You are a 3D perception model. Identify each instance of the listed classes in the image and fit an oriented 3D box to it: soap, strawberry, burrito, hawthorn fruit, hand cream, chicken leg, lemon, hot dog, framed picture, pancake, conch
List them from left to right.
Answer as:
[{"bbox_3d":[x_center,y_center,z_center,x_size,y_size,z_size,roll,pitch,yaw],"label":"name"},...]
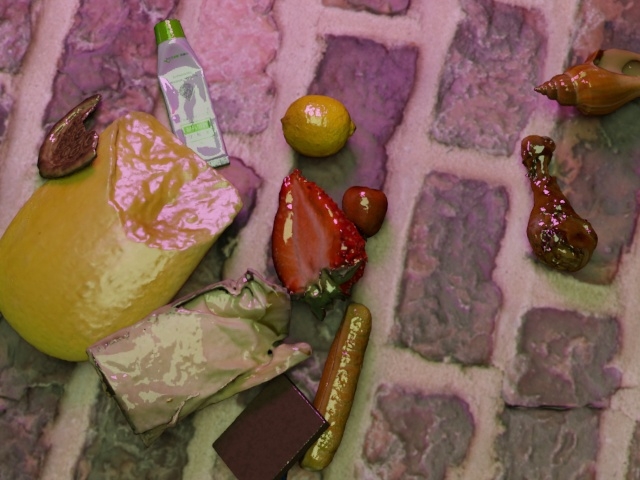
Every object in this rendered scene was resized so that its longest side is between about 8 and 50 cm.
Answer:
[{"bbox_3d":[-0.413,-0.176,1.899,0.184,0.020,0.190,-50,39,-15],"label":"pancake"},{"bbox_3d":[-0.357,-0.002,1.865,0.306,0.115,0.427,39,83,9],"label":"soap"},{"bbox_3d":[-0.237,-0.254,1.968,0.079,0.050,0.275,-20,81,24],"label":"hand cream"},{"bbox_3d":[-0.191,0.184,1.813,0.331,0.135,0.190,-27,86,-8],"label":"burrito"},{"bbox_3d":[-0.081,0.314,1.796,0.168,0.023,0.128,-48,55,3],"label":"framed picture"},{"bbox_3d":[-0.012,0.005,1.875,0.174,0.098,0.228,-45,57,23],"label":"strawberry"},{"bbox_3d":[-0.004,-0.196,1.914,0.133,0.109,0.109,7,77,-7],"label":"lemon"},{"bbox_3d":[0.029,0.240,1.826,0.061,0.088,0.286,17,81,-3],"label":"hot dog"},{"bbox_3d":[0.073,-0.044,1.894,0.081,0.081,0.093,12,88,3],"label":"hawthorn fruit"},{"bbox_3d":[0.393,-0.064,1.900,0.107,0.087,0.252,-4,69,-22],"label":"chicken leg"},{"bbox_3d":[0.520,-0.271,1.947,0.330,0.093,0.109,-4,58,-21],"label":"conch"}]

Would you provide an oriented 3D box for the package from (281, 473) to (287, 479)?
[{"bbox_3d":[-0.096,0.427,1.813,0.083,0.022,0.200,6,79,2],"label":"package"}]
